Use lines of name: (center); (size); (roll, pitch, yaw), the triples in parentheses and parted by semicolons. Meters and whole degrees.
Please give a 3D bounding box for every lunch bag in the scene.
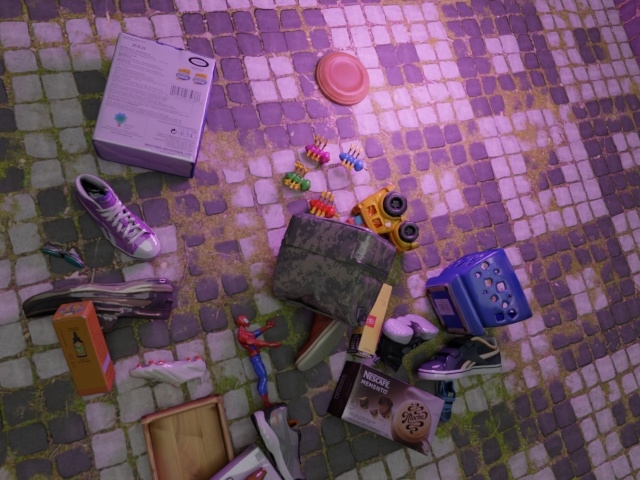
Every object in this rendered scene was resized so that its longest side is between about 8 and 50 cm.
lunch bag: (0.025, 0.083, 1.322); (0.213, 0.305, 0.255); (32, 77, -56)

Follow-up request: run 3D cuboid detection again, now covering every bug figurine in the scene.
bug figurine: (0.014, -0.205, 1.513); (0.216, 0.072, 0.278); (33, 75, -3)

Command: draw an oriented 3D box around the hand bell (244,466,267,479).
hand bell: (-0.218, 0.638, 1.116); (0.242, 0.126, 0.126); (-37, 92, -33)

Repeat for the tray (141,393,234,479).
tray: (-0.318, 0.633, 1.222); (0.203, 0.076, 0.410); (-11, 83, -21)

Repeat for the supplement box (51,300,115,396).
supplement box: (-0.568, 0.263, 1.144); (0.078, 0.080, 0.233); (-6, 118, -6)

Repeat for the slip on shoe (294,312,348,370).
slip on shoe: (0.022, 0.241, 1.414); (0.101, 0.123, 0.331); (28, 74, 25)

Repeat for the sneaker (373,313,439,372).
sneaker: (0.258, 0.319, 1.470); (0.269, 0.101, 0.153); (6, 115, -48)

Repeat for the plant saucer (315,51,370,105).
plant saucer: (0.083, -0.565, 1.631); (0.200, 0.037, 0.199); (4, 78, -19)

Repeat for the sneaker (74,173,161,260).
sneaker: (-0.539, -0.058, 1.246); (0.282, 0.161, 0.102); (43, 67, -8)

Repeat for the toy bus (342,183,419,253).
toy bus: (0.184, -0.041, 1.508); (0.212, 0.149, 0.220); (-25, 90, -9)

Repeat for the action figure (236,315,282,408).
action figure: (-0.145, 0.330, 1.337); (0.139, 0.091, 0.280); (-23, 88, -15)

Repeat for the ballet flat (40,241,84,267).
ballet flat: (-0.672, 0.033, 1.246); (0.115, 0.041, 0.041); (25, 72, -13)

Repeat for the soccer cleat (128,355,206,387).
soccer cleat: (-0.403, 0.356, 1.256); (0.197, 0.068, 0.076); (-1, 82, -22)

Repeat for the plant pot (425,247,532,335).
plant pot: (0.487, 0.178, 1.517); (0.212, 0.236, 0.235); (-23, 87, -15)

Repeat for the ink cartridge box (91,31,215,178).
ink cartridge box: (-0.458, -0.406, 1.350); (0.270, 0.151, 0.394); (11, 77, -17)

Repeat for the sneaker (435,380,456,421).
sneaker: (0.398, 0.503, 1.503); (0.053, 0.059, 0.144); (4, 78, -21)

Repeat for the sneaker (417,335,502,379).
sneaker: (0.441, 0.371, 1.513); (0.322, 0.126, 0.127); (1, 83, -30)

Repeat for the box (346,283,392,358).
box: (0.151, 0.245, 1.458); (0.058, 0.087, 0.232); (23, 73, -13)

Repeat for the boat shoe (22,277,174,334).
boat shoe: (-0.555, 0.175, 1.206); (0.356, 0.132, 0.130); (-5, 80, -19)

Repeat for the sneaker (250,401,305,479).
sneaker: (-0.088, 0.553, 1.266); (0.108, 0.100, 0.271); (-27, 112, -17)

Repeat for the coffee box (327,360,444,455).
coffee box: (0.194, 0.492, 1.402); (0.297, 0.119, 0.168); (28, 72, -12)

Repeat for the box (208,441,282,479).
box: (-0.224, 0.704, 1.170); (0.322, 0.058, 0.232); (-35, 91, -20)
